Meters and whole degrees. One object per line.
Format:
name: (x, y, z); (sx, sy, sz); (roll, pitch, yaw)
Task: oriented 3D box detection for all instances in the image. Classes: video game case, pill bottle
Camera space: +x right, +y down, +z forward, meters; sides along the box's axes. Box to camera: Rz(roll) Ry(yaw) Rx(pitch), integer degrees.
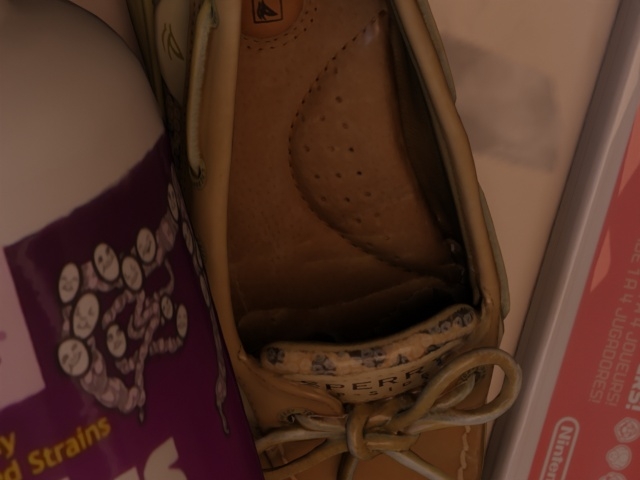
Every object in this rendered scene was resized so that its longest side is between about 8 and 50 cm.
video game case: (0.214, 0.032, 0.680); (0.285, 0.025, 0.204); (12, 103, -15)
pill bottle: (-0.110, 0.035, 0.520); (0.169, 0.169, 0.301); (-17, 111, -6)

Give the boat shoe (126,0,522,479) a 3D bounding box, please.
boat shoe: (0.000, 0.000, 0.577); (0.105, 0.089, 0.285); (-20, 121, -7)
